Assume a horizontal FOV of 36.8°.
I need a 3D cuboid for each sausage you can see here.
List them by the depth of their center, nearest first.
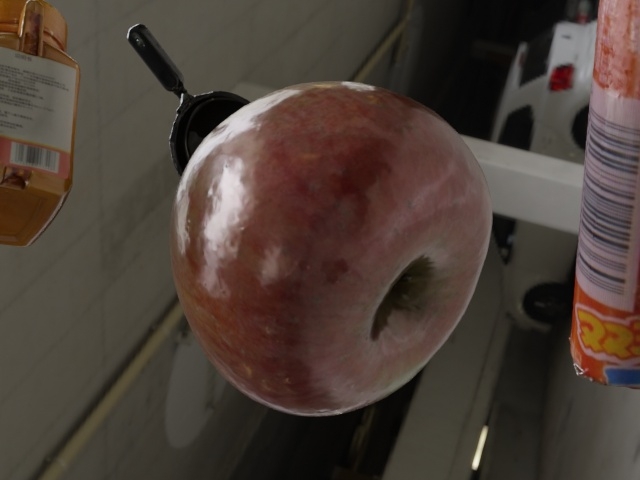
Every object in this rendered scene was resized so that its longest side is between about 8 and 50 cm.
[{"bbox_3d":[0.161,-0.057,0.453,0.074,0.074,0.274,-57,-32,-55],"label":"sausage"}]

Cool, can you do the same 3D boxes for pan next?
[{"bbox_3d":[-0.133,-0.141,1.068,0.136,0.235,0.028,-32,8,29],"label":"pan"}]

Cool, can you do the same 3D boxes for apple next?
[{"bbox_3d":[0.000,0.000,0.948,0.344,0.269,0.345,-27,-43,-29],"label":"apple"}]

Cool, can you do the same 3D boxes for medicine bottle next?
[{"bbox_3d":[-0.305,-0.122,0.937,0.149,0.112,0.222,-38,48,49],"label":"medicine bottle"}]
